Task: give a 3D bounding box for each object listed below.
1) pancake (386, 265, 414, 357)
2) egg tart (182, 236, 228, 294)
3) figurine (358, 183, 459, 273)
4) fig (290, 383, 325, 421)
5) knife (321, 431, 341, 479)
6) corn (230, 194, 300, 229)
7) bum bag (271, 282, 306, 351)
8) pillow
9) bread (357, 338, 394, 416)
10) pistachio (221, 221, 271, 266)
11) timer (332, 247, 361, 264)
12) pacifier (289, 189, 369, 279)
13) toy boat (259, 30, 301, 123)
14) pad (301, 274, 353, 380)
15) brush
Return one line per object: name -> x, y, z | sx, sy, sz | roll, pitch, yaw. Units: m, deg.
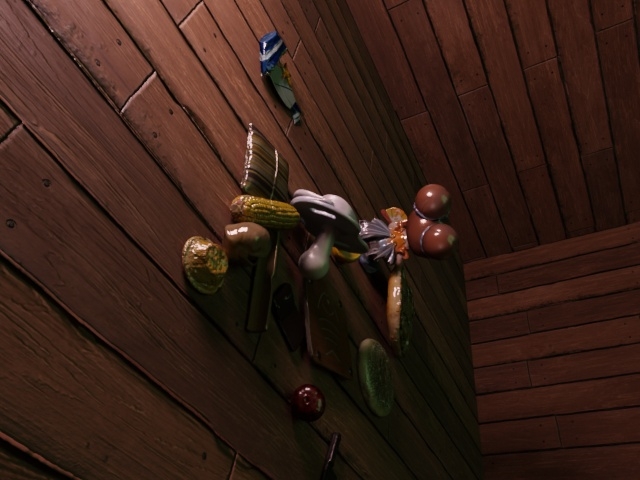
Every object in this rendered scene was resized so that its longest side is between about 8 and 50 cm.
pancake -> 0.316, 0.276, 2.014 | 0.387, 0.081, 0.388 | -1, 90, -71
egg tart -> -0.230, 0.049, 1.050 | 0.128, 0.049, 0.129 | 41, 41, -49
figurine -> 0.320, -0.023, 1.880 | 0.248, 0.387, 0.277 | 25, 55, -58
fig -> -0.028, 0.405, 1.248 | 0.125, 0.088, 0.089 | 85, 3, -60
knife -> 0.023, 0.607, 1.293 | 0.072, 0.019, 0.245 | 66, 27, -27
corn -> -0.136, -0.066, 1.272 | 0.238, 0.080, 0.080 | 8, 67, -55
bum bag -> -0.079, 0.197, 1.314 | 0.160, 0.026, 0.109 | 68, 24, -14
pillow -> -0.143, -0.176, 1.375 | 0.208, 0.052, 0.212 | 41, 43, -53
bread -> 0.195, 0.462, 1.728 | 0.267, 0.040, 0.267 | 44, 38, -48
pistachio -> -0.168, 0.006, 1.156 | 0.149, 0.112, 0.113 | -47, 120, -83
timer -> 0.093, 0.021, 1.699 | 0.107, 0.109, 0.107 | 8, 67, -18
pacifier -> 0.000, 0.000, 1.431 | 0.233, 0.243, 0.299 | -68, 156, -19
toy boat -> -0.127, -0.515, 1.655 | 0.221, 0.066, 0.291 | -73, 151, -50
pad -> 0.023, 0.247, 1.497 | 0.286, 0.018, 0.284 | 45, 33, -53
brush -> -0.134, 0.097, 1.228 | 0.048, 0.054, 0.283 | 75, 15, -51
